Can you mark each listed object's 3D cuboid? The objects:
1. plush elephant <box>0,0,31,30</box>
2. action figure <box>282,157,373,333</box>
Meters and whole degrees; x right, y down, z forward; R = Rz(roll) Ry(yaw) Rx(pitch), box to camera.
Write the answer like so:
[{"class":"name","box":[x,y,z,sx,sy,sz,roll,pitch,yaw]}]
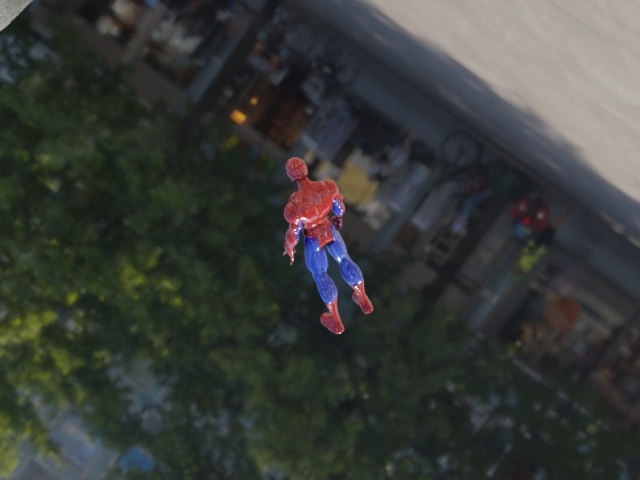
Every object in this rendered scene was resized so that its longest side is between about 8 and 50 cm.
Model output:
[{"class":"plush elephant","box":[-0.249,-0.171,0.518,0.255,0.330,0.272,25,162,10]},{"class":"action figure","box":[0.000,0.000,0.709,0.030,0.038,0.115,47,161,45]}]
